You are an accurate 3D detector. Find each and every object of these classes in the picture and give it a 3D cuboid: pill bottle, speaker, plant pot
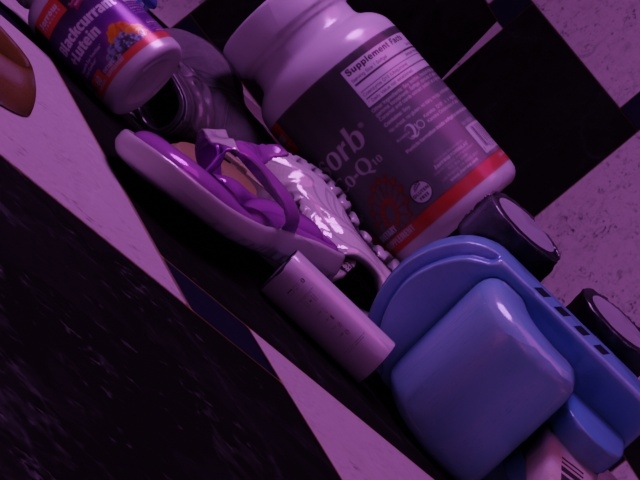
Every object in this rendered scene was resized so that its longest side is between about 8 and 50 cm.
[{"bbox_3d":[-0.257,-0.242,1.884,0.193,0.108,0.108,44,4,11],"label":"pill bottle"},{"bbox_3d":[0.008,0.075,1.647,0.136,0.055,0.055,43,4,-3],"label":"speaker"},{"bbox_3d":[0.057,-0.154,2.134,0.363,0.210,0.210,49,5,3],"label":"pill bottle"},{"bbox_3d":[-0.318,-0.195,1.395,0.236,0.032,0.236,44,4,-4],"label":"plant pot"}]

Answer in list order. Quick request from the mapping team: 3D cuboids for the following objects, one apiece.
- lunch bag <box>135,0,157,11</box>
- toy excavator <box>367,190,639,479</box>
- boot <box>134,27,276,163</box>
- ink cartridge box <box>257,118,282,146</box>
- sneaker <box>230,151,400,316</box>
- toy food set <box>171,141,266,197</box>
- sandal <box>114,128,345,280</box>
[{"bbox_3d":[-0.380,-0.411,2.355,0.243,0.115,0.303,45,3,39],"label":"lunch bag"},{"bbox_3d":[0.212,0.201,1.632,0.433,0.222,0.445,45,18,-1],"label":"toy excavator"},{"bbox_3d":[-0.193,-0.213,2.147,0.223,0.118,0.338,35,9,-47],"label":"boot"},{"bbox_3d":[-0.043,-0.065,2.288,0.193,0.088,0.235,48,7,30],"label":"ink cartridge box"},{"bbox_3d":[0.000,0.000,2.026,0.292,0.110,0.118,44,13,3],"label":"sneaker"},{"bbox_3d":[-0.124,-0.065,1.932,0.132,0.038,0.192,39,15,20],"label":"toy food set"},{"bbox_3d":[-0.079,-0.059,1.693,0.169,0.102,0.416,34,1,21],"label":"sandal"}]
